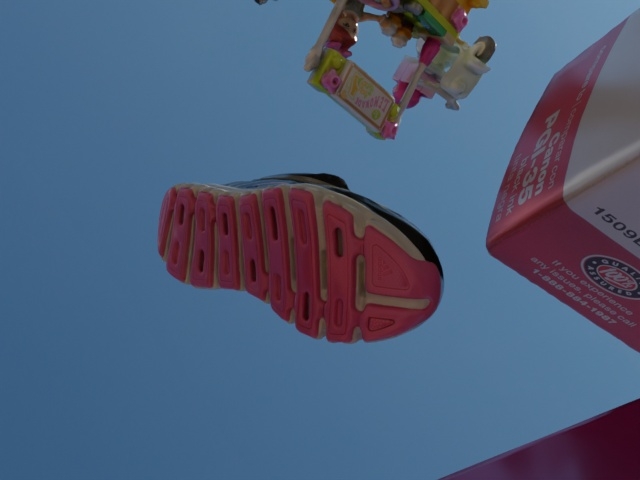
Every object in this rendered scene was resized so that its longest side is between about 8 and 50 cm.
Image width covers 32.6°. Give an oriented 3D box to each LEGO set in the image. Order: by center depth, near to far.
[{"bbox_3d":[-0.019,-0.147,0.645,0.287,0.132,0.107,29,-98,-22],"label":"LEGO set"}]

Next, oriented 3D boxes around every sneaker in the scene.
[{"bbox_3d":[0.000,0.000,0.486,0.074,0.170,0.063,-11,-76,-39],"label":"sneaker"}]

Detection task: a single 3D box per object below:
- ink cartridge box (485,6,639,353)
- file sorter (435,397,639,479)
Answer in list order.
[{"bbox_3d":[0.227,-0.030,0.406,0.207,0.283,0.117,33,-117,-9],"label":"ink cartridge box"},{"bbox_3d":[0.087,0.159,0.269,0.290,0.202,0.182,-22,-89,1],"label":"file sorter"}]
